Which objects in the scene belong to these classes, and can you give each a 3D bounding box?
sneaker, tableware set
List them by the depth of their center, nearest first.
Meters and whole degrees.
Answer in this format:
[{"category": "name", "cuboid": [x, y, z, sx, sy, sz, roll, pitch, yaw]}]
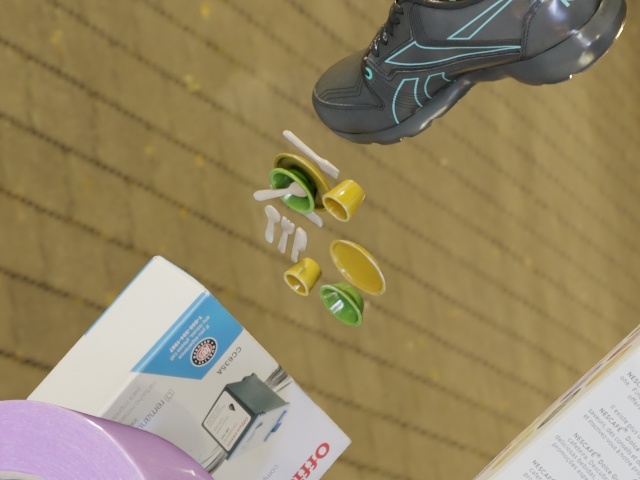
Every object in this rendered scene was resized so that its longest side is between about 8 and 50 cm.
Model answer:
[{"category": "tableware set", "cuboid": [0.000, 0.000, 1.227, 0.024, 0.104, 0.154, -45, 166, -26]}, {"category": "sneaker", "cuboid": [0.084, -0.150, 1.313, 0.106, 0.267, 0.101, 42, 49, -29]}]

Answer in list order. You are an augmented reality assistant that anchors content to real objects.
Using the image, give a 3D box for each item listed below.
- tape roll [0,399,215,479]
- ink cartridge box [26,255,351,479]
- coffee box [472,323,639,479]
[{"category": "tape roll", "cuboid": [-0.171, 0.238, 1.120, 0.090, 0.275, 0.275, 27, 52, -55]}, {"category": "ink cartridge box", "cuboid": [-0.089, 0.126, 1.307, 0.082, 0.139, 0.191, 29, -15, 51]}, {"category": "coffee box", "cuboid": [0.323, 0.260, 1.614, 0.338, 0.334, 0.337, 47, 28, 6]}]
